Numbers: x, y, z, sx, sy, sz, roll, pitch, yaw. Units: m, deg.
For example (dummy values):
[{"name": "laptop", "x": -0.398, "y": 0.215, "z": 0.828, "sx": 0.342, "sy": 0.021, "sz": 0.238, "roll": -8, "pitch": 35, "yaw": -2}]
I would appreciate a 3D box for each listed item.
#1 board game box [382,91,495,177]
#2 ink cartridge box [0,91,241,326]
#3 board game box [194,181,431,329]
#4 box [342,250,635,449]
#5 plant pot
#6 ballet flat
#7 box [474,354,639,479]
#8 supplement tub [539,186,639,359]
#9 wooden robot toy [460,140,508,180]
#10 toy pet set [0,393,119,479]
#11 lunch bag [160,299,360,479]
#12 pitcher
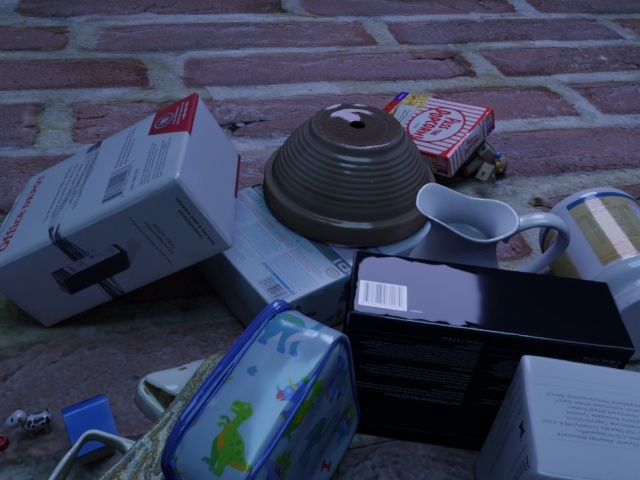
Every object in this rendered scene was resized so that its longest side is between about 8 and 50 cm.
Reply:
[{"name": "board game box", "x": 0.183, "y": -0.191, "z": 1.075, "sx": 0.193, "sy": 0.045, "sz": 0.147, "roll": 22, "pitch": 56, "yaw": 37}, {"name": "ink cartridge box", "x": -0.245, "y": -0.038, "z": 0.751, "sx": 0.272, "sy": 0.114, "sz": 0.197, "roll": -22, "pitch": 38, "yaw": 14}, {"name": "board game box", "x": 0.000, "y": 0.000, "z": 0.840, "sx": 0.303, "sy": 0.098, "sz": 0.224, "roll": -23, "pitch": 48, "yaw": -29}, {"name": "box", "x": 0.151, "y": 0.123, "z": 0.640, "sx": 0.261, "sy": 0.184, "sz": 0.103, "roll": 8, "pitch": 36, "yaw": 2}, {"name": "plant pot", "x": 0.043, "y": -0.108, "z": 0.816, "sx": 0.237, "sy": 0.110, "sz": 0.237, "roll": 4, "pitch": 39, "yaw": -3}, {"name": "ballet flat", "x": -0.153, "y": 0.192, "z": 0.566, "sx": 0.123, "sy": 0.123, "sz": 0.348, "roll": 24, "pitch": 46, "yaw": 20}, {"name": "box", "x": 0.247, "y": 0.215, "z": 0.542, "sx": 0.181, "sy": 0.181, "sz": 0.119, "roll": 8, "pitch": 39, "yaw": 3}, {"name": "supplement tub", "x": 0.387, "y": 0.040, "z": 0.801, "sx": 0.144, "sy": 0.144, "sz": 0.200, "roll": 1, "pitch": 40, "yaw": -6}, {"name": "wooden robot toy", "x": 0.295, "y": -0.144, "z": 1.092, "sx": 0.079, "sy": 0.076, "sz": 0.173, "roll": 30, "pitch": 30, "yaw": -28}, {"name": "toy pet set", "x": -0.255, "y": 0.201, "z": 0.589, "sx": 0.114, "sy": 0.065, "sz": 0.122, "roll": -18, "pitch": 45, "yaw": -26}, {"name": "lunch bag", "x": -0.037, "y": 0.167, "z": 0.527, "sx": 0.090, "sy": 0.219, "sz": 0.176, "roll": 24, "pitch": 60, "yaw": 23}, {"name": "pitcher", "x": 0.180, "y": 0.044, "z": 0.720, "sx": 0.177, "sy": 0.207, "sz": 0.126, "roll": 8, "pitch": 39, "yaw": 2}]
